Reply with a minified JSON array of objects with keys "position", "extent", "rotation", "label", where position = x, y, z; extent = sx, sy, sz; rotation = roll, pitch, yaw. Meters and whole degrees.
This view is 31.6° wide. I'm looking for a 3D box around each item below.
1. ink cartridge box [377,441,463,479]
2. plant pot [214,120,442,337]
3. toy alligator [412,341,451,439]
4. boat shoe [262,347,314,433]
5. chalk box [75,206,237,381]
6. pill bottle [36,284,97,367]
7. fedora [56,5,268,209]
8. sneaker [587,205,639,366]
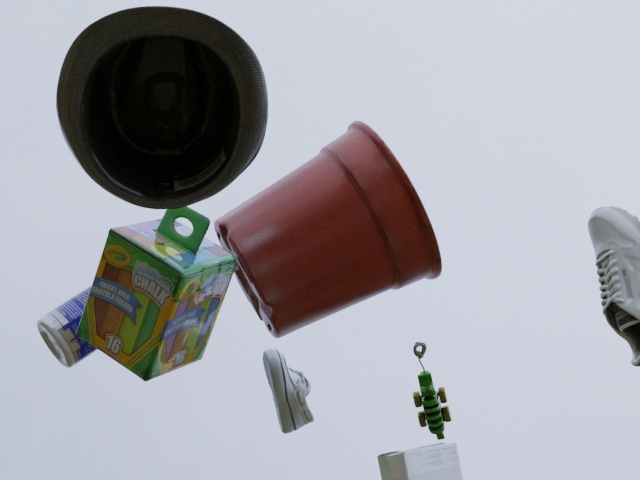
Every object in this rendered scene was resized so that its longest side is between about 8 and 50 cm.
[{"position":[0.176,0.440,1.795],"extent":[0.056,0.224,0.181],"rotation":[-16,-13,33],"label":"ink cartridge box"},{"position":[0.000,0.000,1.703],"extent":[0.265,0.272,0.272],"rotation":[-28,-49,-10],"label":"plant pot"},{"position":[0.188,0.269,1.948],"extent":[0.056,0.051,0.189],"rotation":[-12,-72,8],"label":"toy alligator"},{"position":[-0.056,0.273,2.123],"extent":[0.076,0.083,0.226],"rotation":[-17,-41,-8],"label":"boat shoe"},{"position":[-0.211,0.054,1.503],"extent":[0.132,0.132,0.213],"rotation":[29,-68,23],"label":"chalk box"},{"position":[-0.434,0.148,2.156],"extent":[0.112,0.187,0.112],"rotation":[41,-28,28],"label":"pill bottle"},{"position":[-0.186,-0.175,1.346],"extent":[0.244,0.124,0.275],"rotation":[-4,-55,-4],"label":"fedora"},{"position":[0.426,0.060,1.565],"extent":[0.095,0.235,0.090],"rotation":[-17,-20,-21],"label":"sneaker"}]
